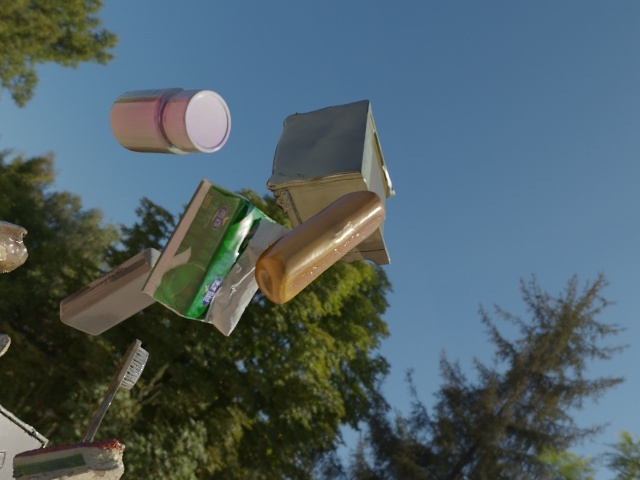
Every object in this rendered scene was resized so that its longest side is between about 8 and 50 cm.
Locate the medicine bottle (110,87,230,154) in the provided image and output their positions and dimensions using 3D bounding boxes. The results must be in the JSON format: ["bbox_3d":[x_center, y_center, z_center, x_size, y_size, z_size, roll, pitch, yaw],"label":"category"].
[{"bbox_3d":[-0.496,-0.393,1.877,0.388,0.219,0.219,8,-49,38],"label":"medicine bottle"}]

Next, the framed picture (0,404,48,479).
[{"bbox_3d":[-0.741,0.495,1.284,0.019,0.209,0.281,7,-39,18],"label":"framed picture"}]

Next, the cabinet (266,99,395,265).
[{"bbox_3d":[0.042,-0.126,1.432,0.227,0.290,0.318,-8,-45,16],"label":"cabinet"}]

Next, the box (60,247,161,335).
[{"bbox_3d":[-0.391,0.104,1.120,0.103,0.244,0.055,42,24,-47],"label":"box"}]

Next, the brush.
[{"bbox_3d":[-0.573,0.434,1.610,0.065,0.327,0.070,35,-39,-19],"label":"brush"}]

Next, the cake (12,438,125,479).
[{"bbox_3d":[-0.519,0.473,1.219,0.220,0.117,0.086,33,14,-41],"label":"cake"}]

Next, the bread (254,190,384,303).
[{"bbox_3d":[0.000,0.000,0.870,0.074,0.239,0.092,35,-37,27],"label":"bread"}]

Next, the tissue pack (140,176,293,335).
[{"bbox_3d":[-0.157,0.034,0.936,0.156,0.209,0.148,26,-7,25],"label":"tissue pack"}]

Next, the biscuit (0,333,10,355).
[{"bbox_3d":[-0.786,0.263,1.309,0.152,0.152,0.020,15,-51,46],"label":"biscuit"}]

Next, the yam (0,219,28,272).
[{"bbox_3d":[-0.772,0.004,1.265,0.129,0.128,0.238,26,-3,16],"label":"yam"}]
